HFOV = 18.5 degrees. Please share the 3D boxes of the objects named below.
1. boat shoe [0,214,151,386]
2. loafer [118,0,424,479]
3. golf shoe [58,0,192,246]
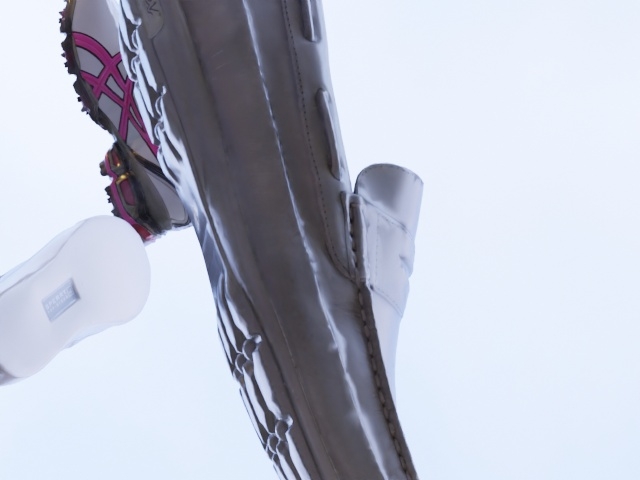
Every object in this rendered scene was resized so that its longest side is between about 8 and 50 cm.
[{"bbox_3d":[-0.157,0.038,1.094,0.063,0.184,0.066,-15,-73,27],"label":"boat shoe"},{"bbox_3d":[0.000,0.000,0.902,0.111,0.112,0.319,-16,-102,-12],"label":"loafer"},{"bbox_3d":[-0.116,-0.093,1.319,0.086,0.067,0.186,-24,-103,13],"label":"golf shoe"}]
